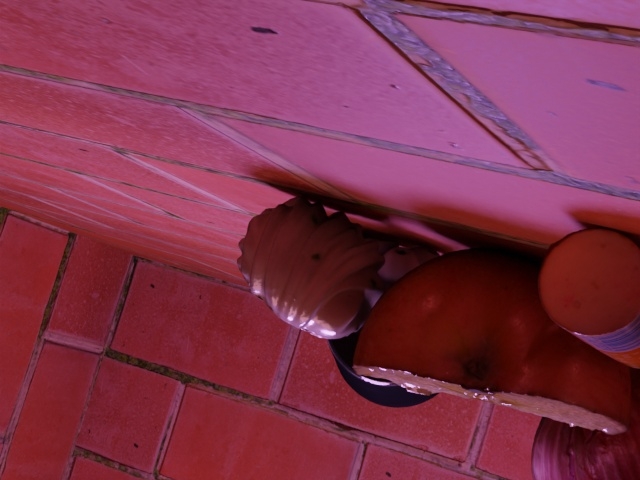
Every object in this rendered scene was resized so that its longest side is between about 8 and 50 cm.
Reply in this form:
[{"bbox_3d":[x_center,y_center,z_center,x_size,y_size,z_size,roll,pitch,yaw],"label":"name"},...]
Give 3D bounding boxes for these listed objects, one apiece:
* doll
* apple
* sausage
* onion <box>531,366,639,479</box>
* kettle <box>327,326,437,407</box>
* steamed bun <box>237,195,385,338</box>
[{"bbox_3d":[0.059,0.052,1.598,0.182,0.117,0.257,-1,-168,-45],"label":"doll"},{"bbox_3d":[0.190,0.093,1.381,0.293,0.163,0.251,10,169,13],"label":"apple"},{"bbox_3d":[0.279,0.064,1.185,0.093,0.093,0.312,14,174,26],"label":"sausage"},{"bbox_3d":[0.482,0.311,1.941,0.354,0.353,0.353,17,175,2],"label":"onion"},{"bbox_3d":[0.096,0.104,1.903,0.203,0.262,0.308,-19,168,2],"label":"kettle"},{"bbox_3d":[-0.004,0.020,1.419,0.183,0.106,0.183,33,-160,-14],"label":"steamed bun"}]
